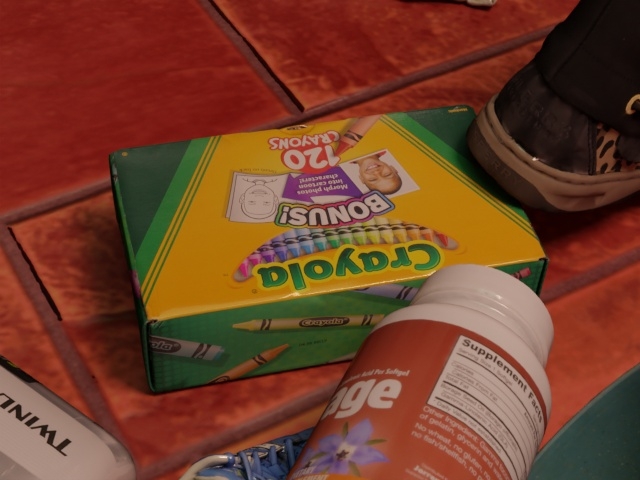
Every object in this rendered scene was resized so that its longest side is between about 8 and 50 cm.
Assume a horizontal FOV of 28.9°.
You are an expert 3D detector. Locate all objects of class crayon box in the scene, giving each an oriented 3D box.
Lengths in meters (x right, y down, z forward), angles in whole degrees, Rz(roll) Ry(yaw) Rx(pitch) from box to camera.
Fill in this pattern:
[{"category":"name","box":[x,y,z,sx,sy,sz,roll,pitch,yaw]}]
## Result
[{"category":"crayon box","box":[0.000,0.000,0.887,0.278,0.081,0.165,-9,48,-12]}]

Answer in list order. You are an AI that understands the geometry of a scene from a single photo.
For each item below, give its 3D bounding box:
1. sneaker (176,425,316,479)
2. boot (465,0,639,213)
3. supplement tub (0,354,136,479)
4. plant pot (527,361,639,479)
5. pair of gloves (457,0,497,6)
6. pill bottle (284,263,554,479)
[{"category":"sneaker","box":[-0.032,0.159,0.737,0.211,0.081,0.080,-30,54,-31]},{"category":"boot","box":[0.295,-0.178,0.899,0.377,0.284,0.138,-16,56,-38]},{"category":"supplement tub","box":[-0.270,0.102,0.637,0.316,0.194,0.193,34,52,7]},{"category":"plant pot","box":[0.204,0.210,0.604,0.195,0.290,0.290,40,51,-6]},{"category":"pair of gloves","box":[0.101,-0.317,1.217,0.204,0.042,0.240,16,49,10]},{"category":"pill bottle","box":[0.061,0.115,0.711,0.121,0.121,0.216,20,45,14]}]
